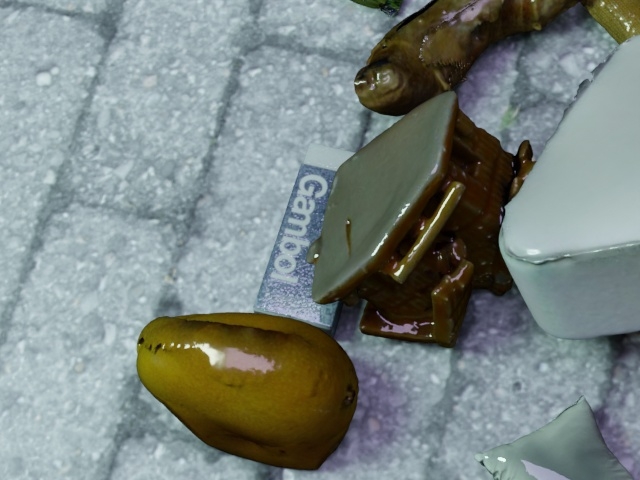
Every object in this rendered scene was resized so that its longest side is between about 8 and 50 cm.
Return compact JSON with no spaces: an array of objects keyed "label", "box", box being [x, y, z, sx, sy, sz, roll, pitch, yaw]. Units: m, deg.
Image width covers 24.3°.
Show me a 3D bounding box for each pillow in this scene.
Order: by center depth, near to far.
[{"label":"pillow","box":[0.287,0.282,1.500,0.144,0.078,0.254,-31,68,-19]}]

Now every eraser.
[{"label":"eraser","box":[0.329,-0.030,1.510,0.331,0.150,0.331,-15,45,15]},{"label":"eraser","box":[0.000,0.000,1.657,0.092,0.046,0.212,14,68,10]}]

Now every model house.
[{"label":"model house","box":[0.132,-0.004,1.577,0.229,0.220,0.199,27,53,-33]}]

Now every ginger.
[{"label":"ginger","box":[0.159,-0.234,1.708,0.309,0.107,0.133,-34,35,-11]}]

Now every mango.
[{"label":"mango","box":[-0.078,0.138,1.543,0.236,0.166,0.136,10,64,8]}]

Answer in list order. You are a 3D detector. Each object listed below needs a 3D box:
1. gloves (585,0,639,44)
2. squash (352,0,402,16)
[{"label":"gloves","box":[0.422,-0.283,1.680,0.155,0.203,0.356,-22,67,-45]},{"label":"squash","box":[0.017,-0.324,1.796,0.183,0.052,0.052,29,72,12]}]
